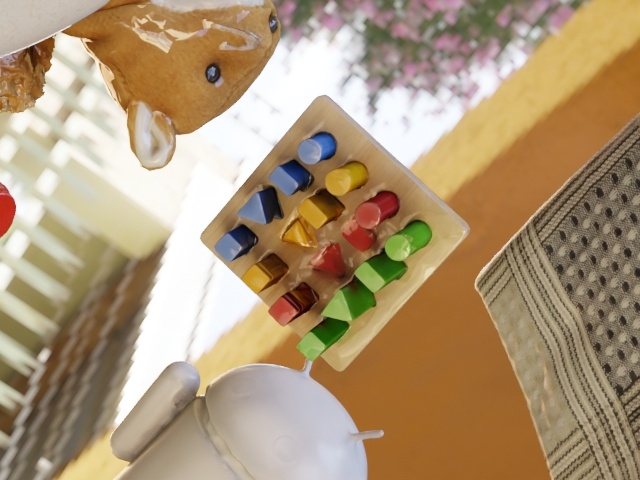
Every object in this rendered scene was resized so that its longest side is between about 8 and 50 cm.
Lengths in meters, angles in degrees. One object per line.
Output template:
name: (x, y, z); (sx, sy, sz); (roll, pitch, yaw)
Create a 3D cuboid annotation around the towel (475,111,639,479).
towel: (0.234, 0.076, 1.126); (0.312, 0.056, 0.324); (-47, -130, 42)

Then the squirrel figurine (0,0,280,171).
squirrel figurine: (-0.235, -0.234, 1.466); (0.397, 0.370, 0.281); (-22, -143, 15)

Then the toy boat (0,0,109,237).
toy boat: (-0.248, -0.153, 1.098); (0.267, 0.148, 0.318); (-22, 136, -45)

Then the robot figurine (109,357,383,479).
robot figurine: (-0.095, 0.266, 1.710); (0.353, 0.300, 0.200); (-44, 164, 12)

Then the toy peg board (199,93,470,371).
toy peg board: (0.000, 0.000, 1.310); (0.161, 0.160, 0.079); (-49, 174, 19)
